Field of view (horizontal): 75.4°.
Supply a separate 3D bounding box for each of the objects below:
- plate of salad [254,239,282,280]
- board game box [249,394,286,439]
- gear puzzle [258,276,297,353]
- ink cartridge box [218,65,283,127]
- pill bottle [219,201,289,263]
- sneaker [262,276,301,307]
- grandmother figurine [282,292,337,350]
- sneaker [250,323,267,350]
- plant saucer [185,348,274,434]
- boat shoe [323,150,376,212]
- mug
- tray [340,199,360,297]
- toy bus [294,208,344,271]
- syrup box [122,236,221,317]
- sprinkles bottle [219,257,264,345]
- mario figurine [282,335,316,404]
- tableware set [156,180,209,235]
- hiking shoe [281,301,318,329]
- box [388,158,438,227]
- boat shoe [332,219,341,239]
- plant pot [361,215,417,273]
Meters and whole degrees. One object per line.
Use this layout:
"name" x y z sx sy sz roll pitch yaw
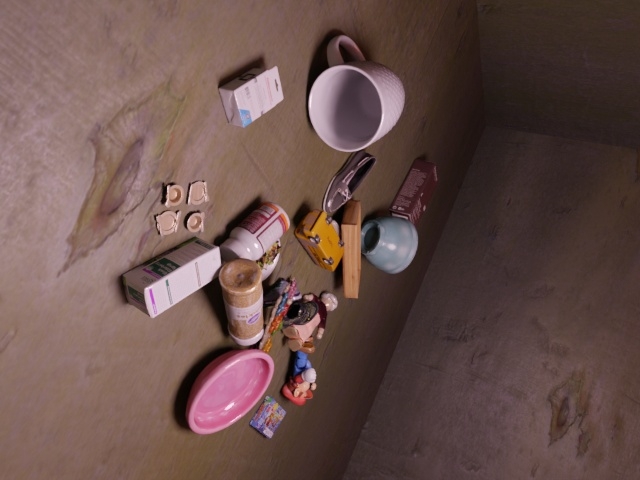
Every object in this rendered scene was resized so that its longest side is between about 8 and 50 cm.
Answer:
"plate of salad" -0.195 0.060 1.429 0.199 0.048 0.200 -36 135 -45
"board game box" -0.227 0.780 1.820 0.136 0.035 0.201 -54 147 -27
"gear puzzle" -0.155 0.301 1.457 0.175 0.044 0.339 -57 171 -61
"ink cartridge box" -0.187 -0.404 1.148 0.180 0.060 0.104 -48 143 -35
"pill bottle" -0.205 -0.015 1.291 0.221 0.121 0.121 -48 144 -34
"sneaker" -0.168 0.194 1.558 0.223 0.083 0.098 -2 77 -52
"grandmother figurine" -0.033 0.327 1.821 0.342 0.103 0.208 -34 120 -50
"sneaker" -0.232 0.373 1.565 0.057 0.047 0.120 19 89 -50
"plant saucer" -0.310 0.493 1.398 0.332 0.084 0.332 -30 138 -31
"boat shoe" 0.125 -0.248 1.740 0.335 0.095 0.112 -58 149 -21
"mug" 0.135 -0.532 1.455 0.328 0.276 0.374 -41 109 -50
"tray" 0.142 0.043 1.898 0.203 0.076 0.411 -76 164 -53
"toy bus" 0.000 0.000 1.641 0.108 0.130 0.333 -59 149 -18
"syrup box" -0.380 0.090 1.083 0.236 0.093 0.096 -35 136 -46
"sprinkles bottle" -0.236 0.199 1.275 0.121 0.121 0.356 -50 161 -33
"mario figurine" -0.060 0.591 1.860 0.198 0.170 0.321 -18 121 -57
"tableware set" -0.358 -0.085 1.092 0.168 0.020 0.141 -14 119 -57
"hiking shoe" -0.082 0.287 1.643 0.226 0.086 0.114 -15 157 -41
"box" 0.550 -0.263 2.419 0.382 0.143 0.191 -62 150 -19
"boat shoe" 0.057 -0.019 1.815 0.065 0.075 0.206 -86 168 -48
"plant pot" 0.307 0.003 2.057 0.196 0.293 0.293 16 93 -34
